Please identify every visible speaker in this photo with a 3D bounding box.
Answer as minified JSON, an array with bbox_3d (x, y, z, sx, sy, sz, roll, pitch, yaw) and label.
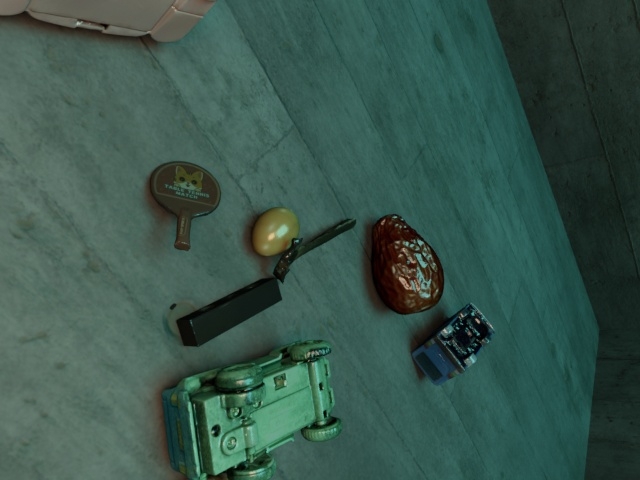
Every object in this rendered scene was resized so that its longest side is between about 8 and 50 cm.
[{"bbox_3d":[-0.143,0.114,0.793,0.191,0.040,0.046,-25,102,-49],"label":"speaker"}]

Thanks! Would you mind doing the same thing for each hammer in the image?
[{"bbox_3d":[0.001,0.000,0.956,0.027,0.125,0.297,40,32,11],"label":"hammer"}]

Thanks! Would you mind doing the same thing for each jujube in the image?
[{"bbox_3d":[0.194,0.056,1.126,0.168,0.168,0.237,-7,72,-50],"label":"jujube"}]

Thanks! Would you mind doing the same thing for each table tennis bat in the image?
[{"bbox_3d":[-0.222,-0.027,0.756,0.107,0.119,0.170,11,49,-22],"label":"table tennis bat"}]

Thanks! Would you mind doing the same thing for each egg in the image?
[{"bbox_3d":[-0.083,-0.014,0.859,0.096,0.080,0.080,-41,113,-41],"label":"egg"}]

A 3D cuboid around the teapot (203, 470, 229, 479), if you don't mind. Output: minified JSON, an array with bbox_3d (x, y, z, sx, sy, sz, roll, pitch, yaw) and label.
[{"bbox_3d":[-0.143,0.430,0.655,0.298,0.139,0.205,16,73,-47],"label":"teapot"}]

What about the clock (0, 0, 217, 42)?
[{"bbox_3d":[-0.310,-0.452,0.616,0.342,0.183,0.326,-15,90,-55],"label":"clock"}]

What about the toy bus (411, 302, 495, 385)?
[{"bbox_3d":[0.352,0.268,1.268,0.116,0.134,0.233,51,39,13],"label":"toy bus"}]

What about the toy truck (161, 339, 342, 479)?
[{"bbox_3d":[-0.092,0.249,0.735,0.278,0.156,0.155,-6,87,-50],"label":"toy truck"}]
